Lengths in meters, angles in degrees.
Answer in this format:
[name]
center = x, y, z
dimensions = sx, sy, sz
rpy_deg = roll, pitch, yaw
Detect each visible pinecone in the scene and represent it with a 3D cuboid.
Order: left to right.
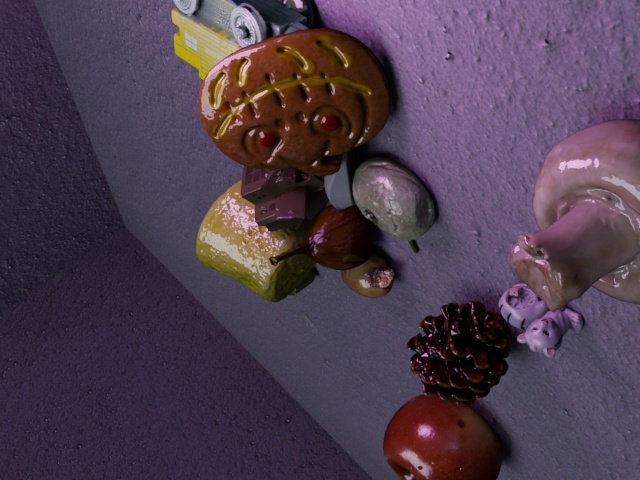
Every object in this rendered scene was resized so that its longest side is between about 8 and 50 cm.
[pinecone]
center = 0.340, 0.255, 1.763
dimensions = 0.243, 0.243, 0.257
rpy_deg = 42, 113, 23

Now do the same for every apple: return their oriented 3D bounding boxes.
[apple]
center = 0.360, 0.626, 2.211
dimensions = 0.348, 0.277, 0.348
rpy_deg = 41, 155, 24

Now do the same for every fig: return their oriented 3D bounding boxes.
[fig]
center = 0.015, 0.028, 1.944
dimensions = 0.190, 0.290, 0.191
rpy_deg = 30, 145, 23

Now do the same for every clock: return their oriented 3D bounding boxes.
[clock]
center = 0.442, 0.168, 1.553
dimensions = 0.176, 0.117, 0.080
rpy_deg = 34, 152, 38

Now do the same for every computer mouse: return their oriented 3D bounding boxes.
[computer mouse]
center = 0.047, -0.170, 1.780
dimensions = 0.079, 0.128, 0.231
rpy_deg = 3, 140, 7

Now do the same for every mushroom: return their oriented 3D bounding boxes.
[mushroom]
center = 0.425, -0.015, 1.072
dimensions = 0.297, 0.290, 0.297
rpy_deg = 42, 157, 22

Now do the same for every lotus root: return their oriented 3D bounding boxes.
[lotus root]
center = 0.137, 0.095, 2.045
dimensions = 0.125, 0.118, 0.221
rpy_deg = 44, 167, -29

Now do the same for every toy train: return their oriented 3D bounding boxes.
[toy train]
center = -0.180, -0.458, 1.663
dimensions = 0.442, 0.179, 0.272
rpy_deg = 37, 141, 32

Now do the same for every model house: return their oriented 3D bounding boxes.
[model house]
center = -0.055, -0.140, 1.935
dimensions = 0.243, 0.204, 0.211
rpy_deg = -18, 148, 35

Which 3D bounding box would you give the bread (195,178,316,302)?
[bread]
center = -0.171, -0.004, 2.195
dimensions = 0.308, 0.348, 0.348
rpy_deg = 38, 155, 21

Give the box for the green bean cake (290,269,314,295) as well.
[green bean cake]
center = -0.143, 0.072, 2.543
dimensions = 0.222, 0.125, 0.248
rpy_deg = 58, 155, -12

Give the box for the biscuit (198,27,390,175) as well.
[biscuit]
center = -0.046, -0.267, 1.549
dimensions = 0.070, 0.394, 0.350
rpy_deg = -89, -26, -49

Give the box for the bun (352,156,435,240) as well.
[bun]
center = 0.161, -0.088, 1.713
dimensions = 0.221, 0.108, 0.221
rpy_deg = 41, 156, 23

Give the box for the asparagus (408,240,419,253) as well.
[asparagus]
center = 0.214, -0.021, 1.839
dimensions = 0.015, 0.018, 0.127
rpy_deg = -9, 120, 37
